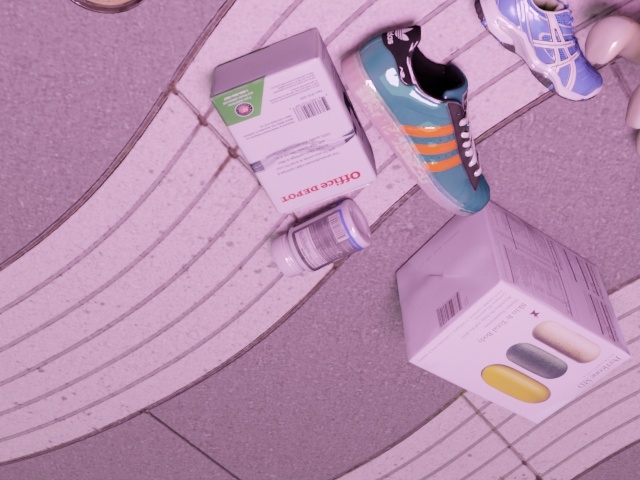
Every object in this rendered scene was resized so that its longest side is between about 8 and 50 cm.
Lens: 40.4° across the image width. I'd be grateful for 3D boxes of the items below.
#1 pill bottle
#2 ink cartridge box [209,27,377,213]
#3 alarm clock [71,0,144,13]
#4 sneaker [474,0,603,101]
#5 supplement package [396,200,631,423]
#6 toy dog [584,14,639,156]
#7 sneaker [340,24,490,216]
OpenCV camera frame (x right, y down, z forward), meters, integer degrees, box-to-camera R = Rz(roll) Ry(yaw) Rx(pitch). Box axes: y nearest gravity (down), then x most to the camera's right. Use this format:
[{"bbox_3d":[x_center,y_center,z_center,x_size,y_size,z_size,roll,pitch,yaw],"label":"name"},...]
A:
[{"bbox_3d":[0.000,0.000,1.301,0.137,0.078,0.078,-25,127,20],"label":"pill bottle"},{"bbox_3d":[-0.031,-0.153,1.161,0.153,0.086,0.208,-18,128,13],"label":"ink cartridge box"},{"bbox_3d":[-0.232,-0.335,1.015,0.192,0.064,0.129,3,131,-1],"label":"alarm clock"},{"bbox_3d":[0.291,-0.251,1.089,0.211,0.080,0.081,32,126,-27],"label":"sneaker"},{"bbox_3d":[0.285,0.108,1.321,0.263,0.198,0.199,28,124,-23],"label":"supplement package"},{"bbox_3d":[0.500,-0.215,0.946,0.396,0.284,0.408,-14,135,21],"label":"toy dog"},{"bbox_3d":[0.160,-0.152,1.153,0.121,0.108,0.302,-28,125,26],"label":"sneaker"}]
